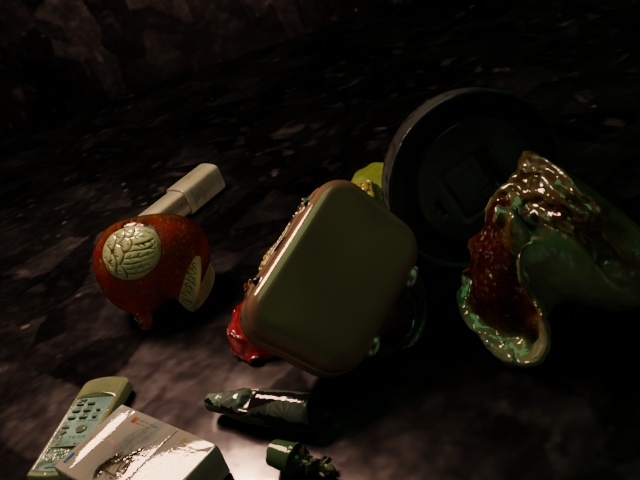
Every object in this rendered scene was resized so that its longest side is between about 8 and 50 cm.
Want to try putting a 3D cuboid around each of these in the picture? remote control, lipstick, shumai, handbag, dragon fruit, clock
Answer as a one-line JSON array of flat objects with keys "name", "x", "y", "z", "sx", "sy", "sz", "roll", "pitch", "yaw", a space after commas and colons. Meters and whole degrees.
[{"name": "remote control", "x": -0.407, "y": 0.323, "z": 1.349, "sx": 0.098, "sy": 0.038, "sz": 0.233, "roll": -9, "pitch": 31, "yaw": 19}, {"name": "lipstick", "x": -0.355, "y": -0.100, "z": 2.002, "sx": 0.078, "sy": 0.078, "sz": 0.253, "roll": 8, "pitch": 40, "yaw": 38}, {"name": "shumai", "x": 0.341, "y": 0.038, "z": 1.246, "sx": 0.288, "sy": 0.292, "sz": 0.330, "roll": -54, "pitch": 20, "yaw": 11}, {"name": "handbag", "x": 0.042, "y": 0.084, "z": 1.282, "sx": 0.301, "sy": 0.283, "sz": 0.149, "roll": -59, "pitch": 2, "yaw": -22}, {"name": "dragon fruit", "x": -0.114, "y": 0.135, "z": 1.418, "sx": 0.153, "sy": 0.110, "sz": 0.153, "roll": -19, "pitch": 28, "yaw": 10}, {"name": "clock", "x": 0.264, "y": -0.110, "z": 1.383, "sx": 0.325, "sy": 0.325, "sz": 0.067, "roll": -23, "pitch": 24, "yaw": -6}]

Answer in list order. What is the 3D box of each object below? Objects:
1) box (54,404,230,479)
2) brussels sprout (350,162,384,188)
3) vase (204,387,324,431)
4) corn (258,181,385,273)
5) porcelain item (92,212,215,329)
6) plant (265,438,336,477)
[{"name": "box", "x": -0.272, "y": 0.346, "z": 1.190, "sx": 0.233, "sy": 0.067, "sz": 0.149, "roll": 10, "pitch": 38, "yaw": 39}, {"name": "brussels sprout", "x": 0.153, "y": -0.080, "z": 1.566, "sx": 0.223, "sy": 0.161, "sz": 0.223, "roll": -13, "pitch": 37, "yaw": 10}, {"name": "vase", "x": -0.097, "y": 0.262, "z": 1.238, "sx": 0.212, "sy": 0.059, "sz": 0.060, "roll": -2, "pitch": 33, "yaw": 31}, {"name": "corn", "x": 0.000, "y": 0.000, "z": 1.467, "sx": 0.305, "sy": 0.106, "sz": 0.106, "roll": -41, "pitch": 18, "yaw": 29}, {"name": "porcelain item", "x": -0.343, "y": 0.069, "z": 1.616, "sx": 0.253, "sy": 0.252, "sz": 0.253, "roll": -15, "pitch": 29, "yaw": 9}, {"name": "plant", "x": -0.027, "y": 0.314, "z": 1.117, "sx": 0.102, "sy": 0.051, "sz": 0.051, "roll": 7, "pitch": 38, "yaw": 31}]
